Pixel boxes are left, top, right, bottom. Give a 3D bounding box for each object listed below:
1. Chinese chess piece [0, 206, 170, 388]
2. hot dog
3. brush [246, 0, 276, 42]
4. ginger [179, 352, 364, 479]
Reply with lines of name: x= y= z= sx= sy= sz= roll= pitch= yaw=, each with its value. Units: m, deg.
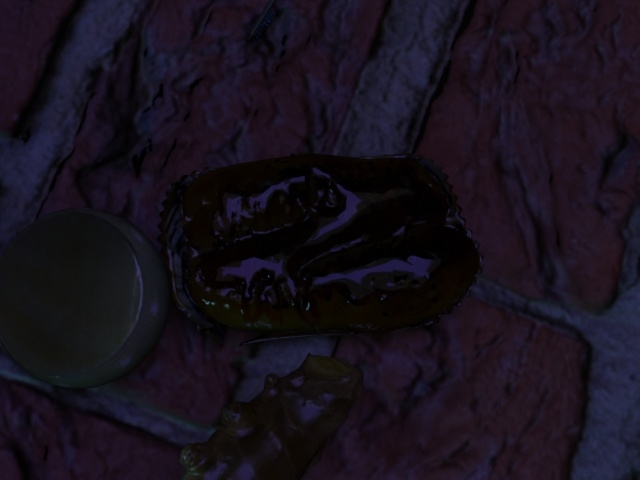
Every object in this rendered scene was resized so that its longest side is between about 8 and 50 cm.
Chinese chess piece: x=-0.190 y=0.046 z=1.071 sx=0.144 sy=0.058 sz=0.144 roll=-2 pitch=82 yaw=16
hot dog: x=0.000 y=0.000 z=1.123 sx=0.270 sy=0.082 sz=0.163 roll=-5 pitch=71 yaw=-8
brush: x=-0.042 y=-0.214 z=1.221 sx=0.013 sy=0.016 sz=0.084 roll=31 pitch=71 yaw=-10
ginger: x=-0.050 y=0.169 z=1.058 sx=0.115 sy=0.081 sz=0.206 roll=25 pitch=72 yaw=-5
